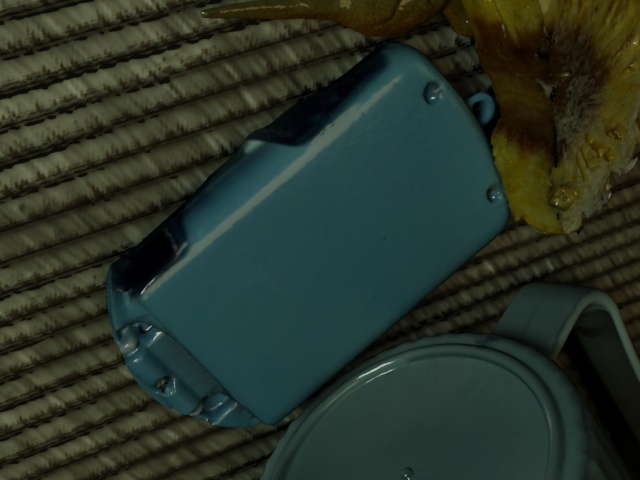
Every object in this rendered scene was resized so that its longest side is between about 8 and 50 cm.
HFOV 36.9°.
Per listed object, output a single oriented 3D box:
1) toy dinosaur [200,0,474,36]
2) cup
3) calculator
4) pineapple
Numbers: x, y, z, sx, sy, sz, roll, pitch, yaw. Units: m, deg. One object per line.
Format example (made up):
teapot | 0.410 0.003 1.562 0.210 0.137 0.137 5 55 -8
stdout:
toy dinosaur | 0.026 -0.137 0.572 0.162 0.039 0.126 -39 125 -1
cup | 0.152 0.229 0.681 0.331 0.257 0.311 -36 122 -3
calculator | 0.000 0.000 0.619 0.293 0.051 0.173 -40 123 -3
pineapple | 0.156 -0.126 0.597 0.135 0.079 0.233 -38 130 -22
